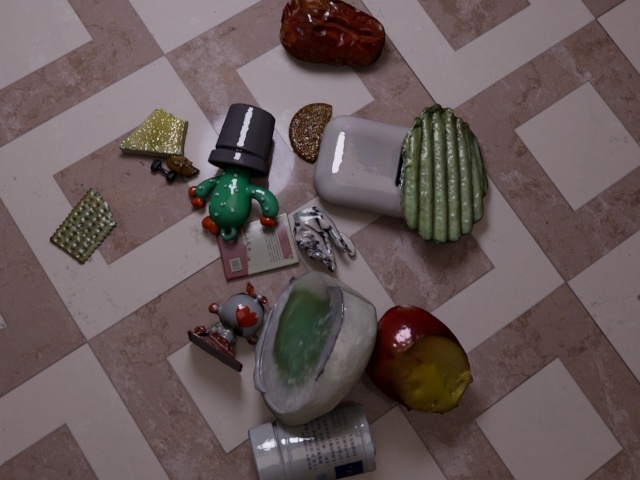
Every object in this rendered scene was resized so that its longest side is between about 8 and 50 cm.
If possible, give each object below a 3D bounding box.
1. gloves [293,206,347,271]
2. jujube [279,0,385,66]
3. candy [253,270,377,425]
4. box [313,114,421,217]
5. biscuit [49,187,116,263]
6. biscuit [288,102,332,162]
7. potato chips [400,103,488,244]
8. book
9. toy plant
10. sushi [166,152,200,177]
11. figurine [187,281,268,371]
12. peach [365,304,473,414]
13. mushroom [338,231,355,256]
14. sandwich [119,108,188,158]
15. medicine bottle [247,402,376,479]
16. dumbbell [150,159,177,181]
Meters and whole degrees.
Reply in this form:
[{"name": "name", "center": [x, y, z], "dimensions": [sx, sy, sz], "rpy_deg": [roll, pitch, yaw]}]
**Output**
[{"name": "gloves", "center": [-0.005, 0.003, 1.899], "dimensions": [0.127, 0.111, 0.212], "rpy_deg": [-12, 76, -31]}, {"name": "jujube", "center": [0.042, -0.660, 1.997], "dimensions": [0.341, 0.216, 0.217], "rpy_deg": [9, 78, -15]}, {"name": "candy", "center": [-0.016, 0.303, 1.736], "dimensions": [0.186, 0.386, 0.427], "rpy_deg": [36, 74, -37]}, {"name": "box", "center": [0.163, -0.231, 1.937], "dimensions": [0.348, 0.141, 0.289], "rpy_deg": [12, 77, -2]}, {"name": "biscuit", "center": [-0.711, -0.042, 1.899], "dimensions": [0.144, 0.016, 0.203], "rpy_deg": [37, 79, 4]}, {"name": "biscuit", "center": [-0.039, -0.359, 2.006], "dimensions": [0.125, 0.025, 0.206], "rpy_deg": [17, 78, 0]}, {"name": "potato chips", "center": [0.385, -0.197, 1.908], "dimensions": [0.358, 0.070, 0.430], "rpy_deg": [4, 82, -34]}, {"name": "book", "center": [-0.195, 0.018, 1.921], "dimensions": [0.231, 0.022, 0.162], "rpy_deg": [-14, 81, -7]}, {"name": "toy plant", "center": [-0.243, -0.197, 1.883], "dimensions": [0.279, 0.185, 0.401], "rpy_deg": [15, 84, -10]}, {"name": "sushi", "center": [-0.428, -0.234, 1.924], "dimensions": [0.060, 0.118, 0.061], "rpy_deg": [-55, 50, 12]}, {"name": "figurine", "center": [-0.246, 0.234, 1.823], "dimensions": [0.183, 0.160, 0.226], "rpy_deg": [32, 69, 2]}, {"name": "peach", "center": [0.280, 0.348, 1.764], "dimensions": [0.338, 0.281, 0.281], "rpy_deg": [43, 79, 4]}, {"name": "mushroom", "center": [0.074, 0.009, 1.945], "dimensions": [0.049, 0.019, 0.101], "rpy_deg": [-38, 81, -11]}, {"name": "sandwich", "center": [-0.518, -0.343, 1.955], "dimensions": [0.192, 0.058, 0.163], "rpy_deg": [5, 77, -1]}, {"name": "medicine bottle", "center": [-0.025, 0.579, 1.736], "dimensions": [0.331, 0.190, 0.190], "rpy_deg": [-10, 80, -6]}, {"name": "dumbbell", "center": [-0.487, -0.216, 1.940], "dimensions": [0.083, 0.036, 0.040], "rpy_deg": [34, 78, 3]}]
